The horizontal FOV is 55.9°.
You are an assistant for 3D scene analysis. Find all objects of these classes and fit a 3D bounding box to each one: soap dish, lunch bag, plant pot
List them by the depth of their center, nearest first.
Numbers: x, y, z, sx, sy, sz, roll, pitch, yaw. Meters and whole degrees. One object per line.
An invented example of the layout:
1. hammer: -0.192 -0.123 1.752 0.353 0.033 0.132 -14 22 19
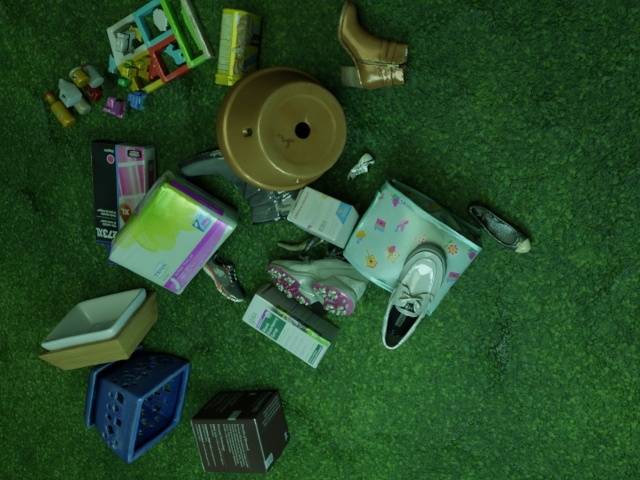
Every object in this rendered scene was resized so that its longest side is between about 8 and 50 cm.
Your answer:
1. plant pot: -0.067 -0.244 1.336 0.291 0.203 0.290 -4 102 -20
2. lunch bag: 0.208 0.008 1.408 0.262 0.160 0.223 32 114 2
3. soap dish: -0.627 0.258 1.741 0.291 0.229 0.118 -14 116 22
4. plant pot: -0.545 0.455 1.759 0.212 0.236 0.235 23 112 18

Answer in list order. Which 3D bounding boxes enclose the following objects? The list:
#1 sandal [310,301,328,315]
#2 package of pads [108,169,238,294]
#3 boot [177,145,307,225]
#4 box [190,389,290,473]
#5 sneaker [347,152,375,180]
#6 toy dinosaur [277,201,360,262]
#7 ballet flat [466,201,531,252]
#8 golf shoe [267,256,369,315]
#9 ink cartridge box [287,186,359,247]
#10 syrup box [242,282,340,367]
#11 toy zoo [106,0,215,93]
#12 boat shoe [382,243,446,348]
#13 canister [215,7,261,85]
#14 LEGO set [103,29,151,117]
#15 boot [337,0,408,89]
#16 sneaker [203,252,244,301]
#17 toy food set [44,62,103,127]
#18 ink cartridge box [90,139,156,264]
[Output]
1. sandal: 0.042 0.141 1.565 0.179 0.040 0.067 -42 87 24
2. package of pads: -0.395 -0.017 1.596 0.229 0.101 0.296 32 115 -23
3. boot: -0.194 -0.138 1.535 0.338 0.118 0.222 -7 107 24
4. box: -0.222 0.535 1.697 0.203 0.168 0.166 -8 101 21
5. sneaker: 0.099 -0.172 1.463 0.037 0.032 0.083 42 114 5
6. toy dinosaur: 0.000 0.000 1.512 0.268 0.118 0.064 -25 129 25
7. ballet flat: 0.407 -0.026 1.387 0.173 0.049 0.057 37 114 7
8. golf shoe: -0.004 0.093 1.529 0.306 0.140 0.115 16 142 41
9. ink cartridge box: 0.003 -0.058 1.425 0.143 0.090 0.092 26 85 20
10. syrup box: -0.079 0.223 1.601 0.237 0.096 0.093 32 113 7
11. toy zoo: -0.432 -0.500 1.559 0.293 0.030 0.192 -21 97 23
12. boat shoe: 0.196 0.130 1.325 0.096 0.088 0.267 27 125 3
13. canister: -0.194 -0.456 1.437 0.073 0.126 0.169 13 107 16
14. LEGO set: -0.494 -0.413 1.536 0.087 0.093 0.227 19 111 13
15. boot: 0.122 -0.442 1.362 0.153 0.073 0.197 5 118 19
16. sneaker: -0.256 0.099 1.650 0.065 0.061 0.158 -42 89 18
17. toy food set: -0.660 -0.413 1.610 0.104 0.111 0.232 52 145 0
18. ink cartridge box: -0.549 -0.091 1.699 0.176 0.069 0.370 8 110 17
